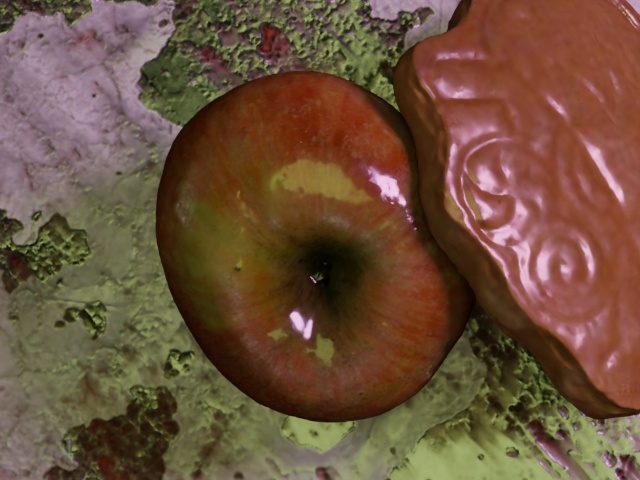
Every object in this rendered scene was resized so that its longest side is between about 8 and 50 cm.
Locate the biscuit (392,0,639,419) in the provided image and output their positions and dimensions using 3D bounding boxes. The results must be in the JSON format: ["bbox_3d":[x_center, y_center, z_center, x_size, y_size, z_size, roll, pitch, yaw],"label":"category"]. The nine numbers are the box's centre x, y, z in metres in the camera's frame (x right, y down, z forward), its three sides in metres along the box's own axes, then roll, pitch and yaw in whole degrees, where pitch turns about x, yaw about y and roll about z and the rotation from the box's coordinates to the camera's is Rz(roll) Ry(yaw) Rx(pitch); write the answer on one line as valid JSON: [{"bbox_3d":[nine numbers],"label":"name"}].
[{"bbox_3d":[0.237,-0.063,1.098,0.365,0.062,0.385,-36,93,-38],"label":"biscuit"}]

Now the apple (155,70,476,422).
[{"bbox_3d":[0.000,0.000,1.136,0.277,0.250,0.309,-12,100,6],"label":"apple"}]
